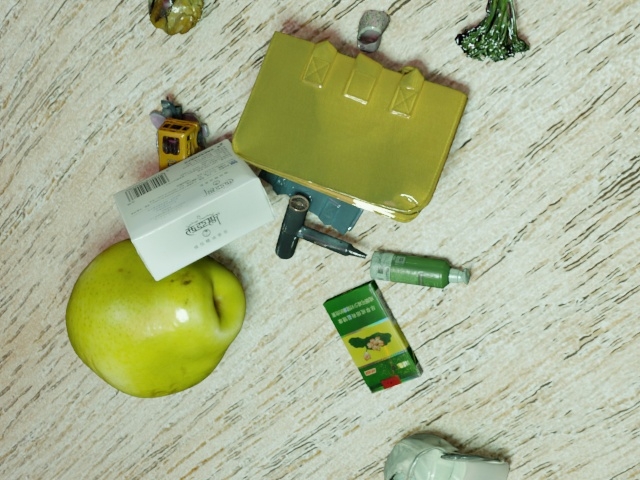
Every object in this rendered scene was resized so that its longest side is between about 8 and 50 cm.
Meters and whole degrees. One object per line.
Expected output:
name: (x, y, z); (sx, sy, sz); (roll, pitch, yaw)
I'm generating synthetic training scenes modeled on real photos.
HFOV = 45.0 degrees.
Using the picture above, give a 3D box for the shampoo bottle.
shampoo bottle: (0.206, 0.063, 1.591); (0.205, 0.065, 0.065); (8, 109, 20)

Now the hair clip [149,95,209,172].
hair clip: (-0.316, -0.231, 1.729); (0.146, 0.056, 0.187); (-1, 115, 22)

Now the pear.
pear: (-0.363, 0.167, 1.708); (0.418, 0.362, 0.362); (-17, 99, 34)

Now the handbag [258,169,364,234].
handbag: (-0.002, -0.131, 1.617); (0.229, 0.062, 0.179); (36, 117, 9)

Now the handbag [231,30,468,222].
handbag: (0.056, -0.222, 1.487); (0.401, 0.133, 0.283); (20, 88, 10)

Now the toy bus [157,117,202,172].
toy bus: (-0.309, -0.162, 1.682); (0.083, 0.088, 0.194); (9, 120, 10)

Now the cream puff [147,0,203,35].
cream puff: (-0.293, -0.488, 1.597); (0.104, 0.119, 0.133); (30, 95, -28)

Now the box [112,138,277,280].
box: (-0.259, -0.069, 1.572); (0.274, 0.203, 0.116); (-28, 127, -10)

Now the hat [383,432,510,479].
hat: (0.273, 0.506, 1.668); (0.275, 0.161, 0.232); (2, 121, -2)

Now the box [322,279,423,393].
box: (0.115, 0.214, 1.696); (0.132, 0.034, 0.235); (-27, 95, 27)

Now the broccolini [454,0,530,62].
broccolini: (0.280, -0.446, 1.397); (0.123, 0.062, 0.271); (-20, 104, 12)

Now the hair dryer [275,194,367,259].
hair dryer: (0.001, 0.011, 1.639); (0.195, 0.050, 0.173); (30, 143, 7)

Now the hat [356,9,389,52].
hat: (0.102, -0.403, 1.503); (0.058, 0.042, 0.087); (17, 78, 14)
